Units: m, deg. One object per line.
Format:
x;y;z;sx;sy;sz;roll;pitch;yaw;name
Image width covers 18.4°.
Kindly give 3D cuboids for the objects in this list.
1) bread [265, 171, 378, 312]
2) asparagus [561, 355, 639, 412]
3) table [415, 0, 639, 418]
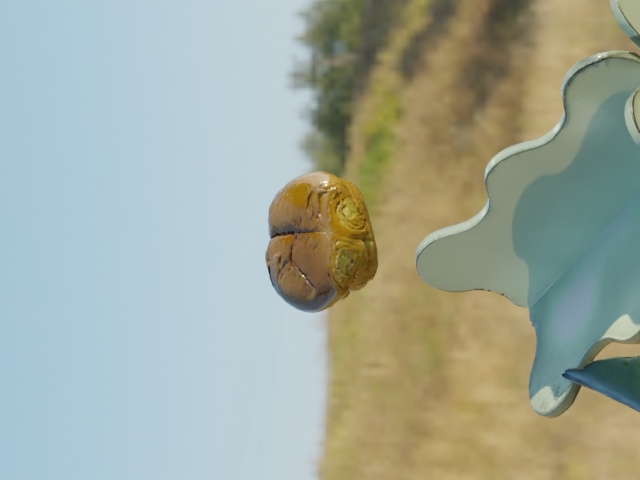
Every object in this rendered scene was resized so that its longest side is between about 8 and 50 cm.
0.000;0.000;1.167;0.081;0.046;0.083;29;110;49;bread
0.161;0.077;0.424;0.027;0.236;0.034;-57;-10;-17;asparagus
0.160;-0.015;1.035;0.198;0.166;0.166;-51;23;43;table
